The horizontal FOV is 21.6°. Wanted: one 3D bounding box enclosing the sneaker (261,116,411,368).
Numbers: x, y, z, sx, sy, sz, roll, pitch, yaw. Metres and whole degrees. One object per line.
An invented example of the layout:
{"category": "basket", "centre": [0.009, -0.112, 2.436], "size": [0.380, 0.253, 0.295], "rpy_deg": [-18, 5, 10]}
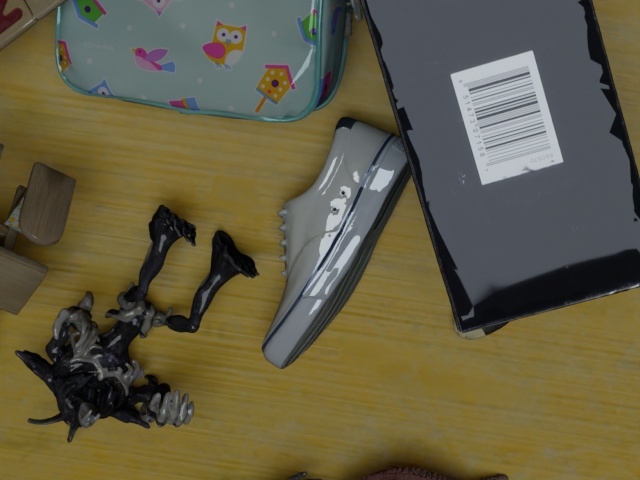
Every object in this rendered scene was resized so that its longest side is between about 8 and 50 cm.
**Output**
{"category": "sneaker", "centre": [0.000, 0.000, 1.631], "size": [0.091, 0.094, 0.258], "rpy_deg": [31, 100, 14]}

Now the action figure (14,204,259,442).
{"category": "action figure", "centre": [-0.190, 0.103, 1.634], "size": [0.164, 0.141, 0.275], "rpy_deg": [33, 102, -16]}

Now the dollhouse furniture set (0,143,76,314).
{"category": "dollhouse furniture set", "centre": [-0.379, 0.016, 1.544], "size": [0.242, 0.161, 0.212], "rpy_deg": [25, 132, -19]}

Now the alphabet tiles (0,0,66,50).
{"category": "alphabet tiles", "centre": [-0.371, -0.283, 1.551], "size": [0.342, 0.011, 0.285], "rpy_deg": [-34, 76, 13]}

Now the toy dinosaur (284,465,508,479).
{"category": "toy dinosaur", "centre": [0.040, 0.285, 1.676], "size": [0.296, 0.127, 0.200], "rpy_deg": [-32, 93, 5]}

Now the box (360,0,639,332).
{"category": "box", "centre": [0.157, -0.140, 1.462], "size": [0.179, 0.312, 0.343], "rpy_deg": [-16, 103, 7]}

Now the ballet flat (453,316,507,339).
{"category": "ballet flat", "centre": [0.198, 0.037, 1.637], "size": [0.173, 0.049, 0.057], "rpy_deg": [-40, 97, 12]}

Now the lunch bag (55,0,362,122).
{"category": "lunch bag", "centre": [-0.100, -0.230, 1.535], "size": [0.279, 0.108, 0.224], "rpy_deg": [9, 104, 17]}
